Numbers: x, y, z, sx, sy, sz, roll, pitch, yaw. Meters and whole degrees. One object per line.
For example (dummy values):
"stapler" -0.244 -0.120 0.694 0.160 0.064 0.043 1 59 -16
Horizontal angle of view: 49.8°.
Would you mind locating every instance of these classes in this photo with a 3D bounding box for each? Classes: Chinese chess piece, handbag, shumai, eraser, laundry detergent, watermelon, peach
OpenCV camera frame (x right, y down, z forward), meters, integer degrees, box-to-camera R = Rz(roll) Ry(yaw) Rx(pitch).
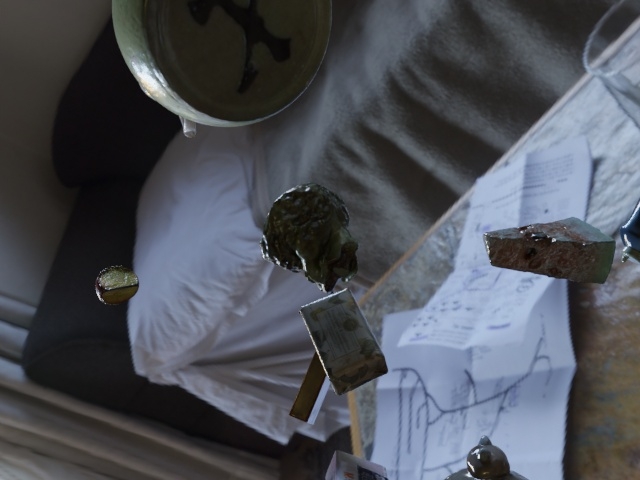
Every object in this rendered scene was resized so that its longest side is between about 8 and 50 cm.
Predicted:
"Chinese chess piece" -0.098 -0.232 0.702 0.092 0.238 0.237 34 97 51
"handbag" -0.008 0.321 1.577 0.127 0.063 0.190 68 -136 -72
"shumai" -0.001 -0.001 1.594 0.218 0.256 0.189 46 131 22
"eraser" 0.076 0.526 1.401 0.287 0.130 0.086 -91 24 -86
"laundry detergent" 0.530 -0.047 1.054 0.206 0.097 0.061 -56 -13 2
"watermelon" 0.392 0.004 1.244 0.154 0.241 0.094 -118 31 -52
"peach" -0.387 0.090 1.303 0.050 0.077 0.083 -59 12 26

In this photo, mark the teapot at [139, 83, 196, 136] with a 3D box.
"teapot" -0.309 -0.359 1.561 0.298 0.204 0.139 -102 17 -53

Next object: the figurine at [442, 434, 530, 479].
"figurine" 0.278 0.520 1.080 0.380 0.203 0.248 -86 -8 -45

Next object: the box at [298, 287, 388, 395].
"box" 0.023 0.102 0.706 0.062 0.045 0.098 -25 49 -4
